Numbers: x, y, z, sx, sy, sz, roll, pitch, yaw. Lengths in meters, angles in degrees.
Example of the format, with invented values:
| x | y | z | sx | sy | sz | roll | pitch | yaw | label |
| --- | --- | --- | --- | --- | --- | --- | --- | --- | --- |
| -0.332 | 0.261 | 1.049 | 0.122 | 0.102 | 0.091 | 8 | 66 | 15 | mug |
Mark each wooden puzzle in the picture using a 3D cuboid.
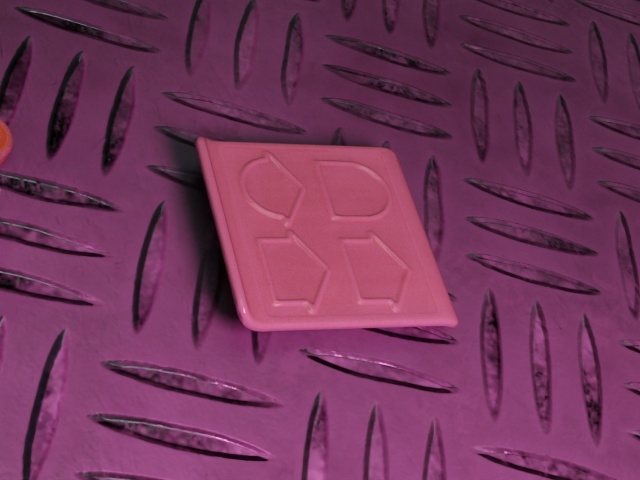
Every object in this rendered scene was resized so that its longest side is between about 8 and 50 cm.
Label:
| x | y | z | sx | sy | sz | roll | pitch | yaw | label |
| --- | --- | --- | --- | --- | --- | --- | --- | --- | --- |
| 0.000 | 0.000 | 1.726 | 0.347 | 0.080 | 0.322 | 3 | 52 | -28 | wooden puzzle |

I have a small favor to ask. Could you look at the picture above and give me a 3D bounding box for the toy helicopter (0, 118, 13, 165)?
| x | y | z | sx | sy | sz | roll | pitch | yaw | label |
| --- | --- | --- | --- | --- | --- | --- | --- | --- | --- |
| -0.547 | -0.240 | 1.666 | 0.355 | 0.140 | 0.235 | 46 | 39 | 2 | toy helicopter |
